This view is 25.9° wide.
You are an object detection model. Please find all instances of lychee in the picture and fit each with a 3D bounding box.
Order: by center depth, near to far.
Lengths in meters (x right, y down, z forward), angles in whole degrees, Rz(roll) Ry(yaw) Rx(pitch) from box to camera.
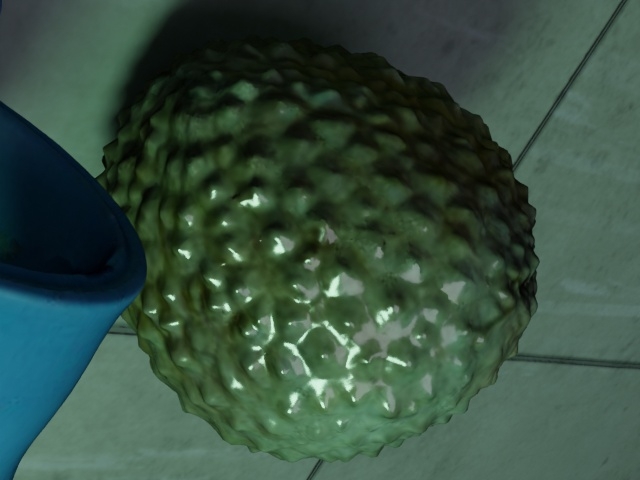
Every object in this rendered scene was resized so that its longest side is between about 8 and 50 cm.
[{"bbox_3d":[0.000,0.000,0.833,0.255,0.255,0.274,-39,123,-9],"label":"lychee"}]

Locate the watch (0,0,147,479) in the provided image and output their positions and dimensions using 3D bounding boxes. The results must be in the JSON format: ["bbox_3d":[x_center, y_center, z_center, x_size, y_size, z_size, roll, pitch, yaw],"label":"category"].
[{"bbox_3d":[-0.229,-0.019,0.554,0.241,0.274,0.305,-55,149,15],"label":"watch"}]
